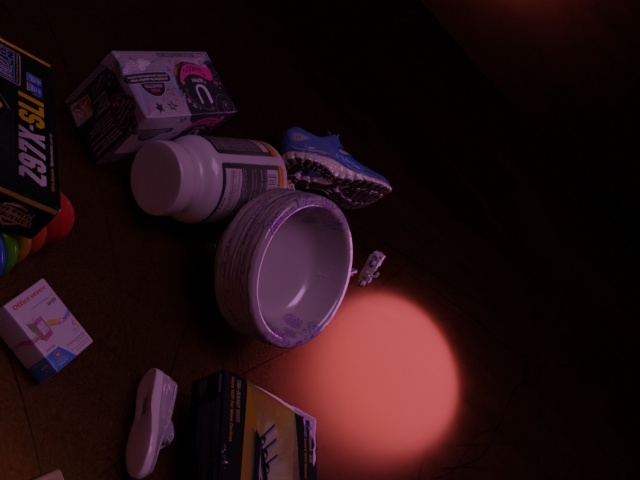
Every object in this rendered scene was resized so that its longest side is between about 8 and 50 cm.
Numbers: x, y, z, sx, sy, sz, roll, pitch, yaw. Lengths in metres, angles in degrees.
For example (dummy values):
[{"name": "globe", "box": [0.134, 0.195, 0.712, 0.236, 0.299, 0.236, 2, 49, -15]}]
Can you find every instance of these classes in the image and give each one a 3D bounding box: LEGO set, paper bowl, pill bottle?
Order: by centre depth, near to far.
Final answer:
[{"name": "paper bowl", "box": [-0.080, 0.045, 1.618, 0.284, 0.148, 0.284, -19, 115, -48]}, {"name": "pill bottle", "box": [-0.203, -0.113, 1.634, 0.278, 0.162, 0.162, -3, 67, -53]}, {"name": "LEGO set", "box": [0.000, 0.000, 1.866, 0.287, 0.132, 0.107, 40, 13, 13]}]

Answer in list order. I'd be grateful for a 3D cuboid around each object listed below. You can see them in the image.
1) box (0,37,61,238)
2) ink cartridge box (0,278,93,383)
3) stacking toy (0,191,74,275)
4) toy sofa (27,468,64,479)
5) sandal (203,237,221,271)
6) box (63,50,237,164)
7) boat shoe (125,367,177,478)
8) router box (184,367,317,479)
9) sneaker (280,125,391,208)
[{"name": "box", "box": [-0.493, -0.179, 1.222, 0.257, 0.079, 0.322, 30, 32, -41]}, {"name": "ink cartridge box", "box": [-0.406, 0.130, 1.282, 0.122, 0.052, 0.088, 52, 34, -7]}, {"name": "stacking toy", "box": [-0.465, -0.003, 1.246, 0.141, 0.141, 0.330, 56, 30, -4]}, {"name": "toy sofa", "box": [-0.389, 0.344, 0.857, 0.150, 0.362, 0.177, -14, 87, -55]}, {"name": "sandal", "box": [-0.138, 0.010, 1.713, 0.219, 0.060, 0.090, -9, 72, -54]}, {"name": "box", "box": [-0.302, -0.244, 1.605, 0.247, 0.163, 0.142, -18, 78, -55]}, {"name": "boat shoe", "box": [-0.253, 0.285, 1.357, 0.063, 0.066, 0.184, 34, 31, -31]}, {"name": "router box", "box": [-0.106, 0.394, 1.414, 0.243, 0.081, 0.309, 37, 39, -41]}, {"name": "sneaker", "box": [0.040, -0.179, 2.030, 0.330, 0.130, 0.147, 23, 50, -41]}]
